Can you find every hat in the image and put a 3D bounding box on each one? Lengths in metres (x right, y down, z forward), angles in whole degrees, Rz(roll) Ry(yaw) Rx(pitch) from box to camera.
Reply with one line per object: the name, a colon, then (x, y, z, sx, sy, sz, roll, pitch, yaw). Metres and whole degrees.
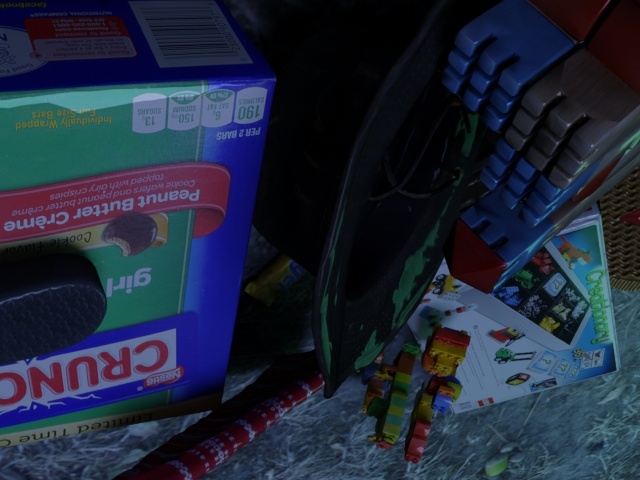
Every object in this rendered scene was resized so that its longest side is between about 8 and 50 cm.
hat: (0.021, -0.059, 0.685, 0.331, 0.133, 0.331, -57, 161, -32)

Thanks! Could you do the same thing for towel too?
towel: (-0.074, 0.150, 0.807, 0.274, 0.031, 0.199, -31, 179, -35)

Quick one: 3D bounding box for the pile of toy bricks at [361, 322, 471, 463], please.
pile of toy bricks: (0.073, 0.155, 0.927, 0.118, 0.105, 0.212, 15, 151, 2)

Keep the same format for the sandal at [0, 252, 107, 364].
sandal: (-0.256, 0.049, 0.557, 0.254, 0.055, 0.097, -8, 142, -31)

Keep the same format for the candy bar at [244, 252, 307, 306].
candy bar: (0.000, 0.000, 0.850, 0.161, 0.018, 0.040, -41, 138, 13)

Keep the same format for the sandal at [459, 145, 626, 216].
sandal: (0.180, -0.066, 0.864, 0.219, 0.060, 0.090, -18, 144, 8)

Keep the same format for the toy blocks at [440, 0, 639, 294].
toy blocks: (0.185, -0.120, 0.601, 0.261, 0.191, 0.381, -37, 163, -24)

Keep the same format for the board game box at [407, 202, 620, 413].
board game box: (0.189, 0.069, 0.950, 0.192, 0.053, 0.305, -17, 143, 9)

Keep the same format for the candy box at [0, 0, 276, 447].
candy box: (-0.193, 0.000, 0.660, 0.268, 0.122, 0.317, -8, 135, -23)

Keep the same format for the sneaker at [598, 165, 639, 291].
sneaker: (0.306, -0.047, 0.952, 0.069, 0.084, 0.186, 5, 113, 13)
